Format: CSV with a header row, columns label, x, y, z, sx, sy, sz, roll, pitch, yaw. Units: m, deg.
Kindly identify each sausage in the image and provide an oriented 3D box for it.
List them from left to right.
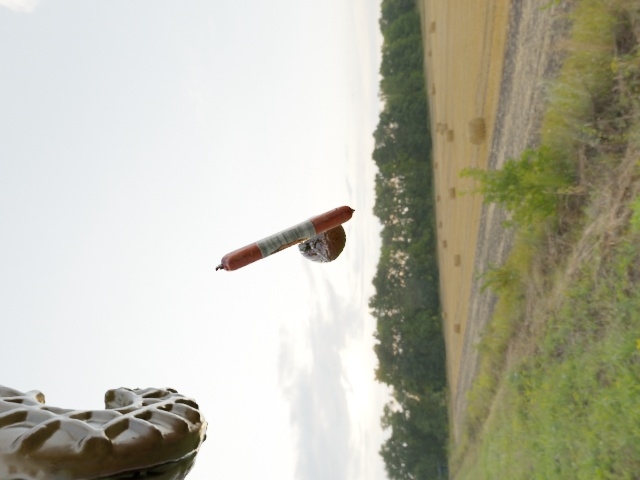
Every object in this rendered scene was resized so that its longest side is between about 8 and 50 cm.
label,x,y,z,sx,sy,sz,roll,pitch,yaw
sausage,-0.049,-0.006,0.689,0.034,0.253,0.034,53,157,35

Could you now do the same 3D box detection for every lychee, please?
label,x,y,z,sx,sy,sz,roll,pitch,yaw
lychee,0.002,-0.004,0.874,0.140,0.114,0.101,19,-103,-64

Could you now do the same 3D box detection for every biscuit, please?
label,x,y,z,sx,sy,sz,roll,pitch,yaw
biscuit,-0.318,0.274,0.591,0.366,0.268,0.115,15,-99,-41
